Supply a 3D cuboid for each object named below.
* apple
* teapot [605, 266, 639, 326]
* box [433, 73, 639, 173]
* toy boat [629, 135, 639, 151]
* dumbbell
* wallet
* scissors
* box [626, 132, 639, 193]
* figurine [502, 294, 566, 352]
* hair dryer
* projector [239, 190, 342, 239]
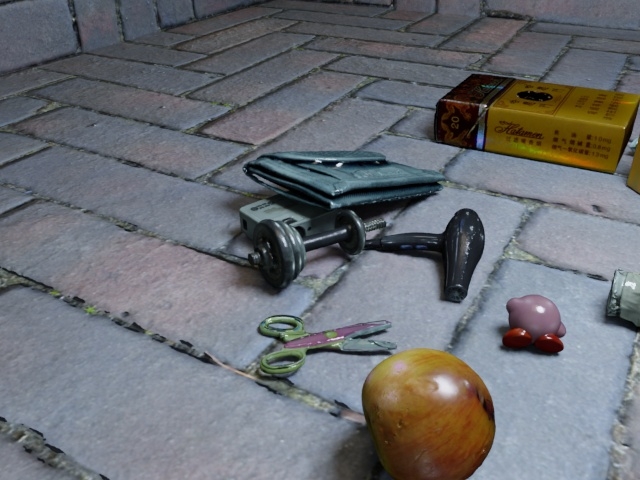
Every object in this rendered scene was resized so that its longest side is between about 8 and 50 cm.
[{"bbox_3d":[0.114,0.182,0.646,0.147,0.146,0.146,-1,30,0],"label":"apple"},{"bbox_3d":[0.511,0.085,0.869,0.201,0.077,0.107,13,29,22],"label":"teapot"},{"bbox_3d":[0.507,-0.289,1.472,0.416,0.115,0.264,17,36,26],"label":"box"},{"bbox_3d":[0.759,-0.217,1.407,0.140,0.059,0.066,-7,2,-13],"label":"toy boat"},{"bbox_3d":[0.000,0.000,1.002,0.255,0.110,0.110,-16,33,-29],"label":"dumbbell"},{"bbox_3d":[0.053,-0.132,1.186,0.237,0.075,0.342,23,24,39],"label":"wallet"},{"bbox_3d":[0.009,0.135,0.851,0.188,0.019,0.133,-4,26,-2],"label":"scissors"},{"bbox_3d":[0.688,-0.125,1.126,0.076,0.174,0.274,-6,31,-10],"label":"box"},{"bbox_3d":[0.292,0.109,0.843,0.083,0.067,0.071,17,52,0],"label":"figurine"},{"bbox_3d":[0.155,0.020,1.025,0.219,0.075,0.195,0,38,22],"label":"hair dryer"},{"bbox_3d":[-0.051,-0.034,1.102,0.147,0.061,0.115,-23,36,-33],"label":"projector"}]
